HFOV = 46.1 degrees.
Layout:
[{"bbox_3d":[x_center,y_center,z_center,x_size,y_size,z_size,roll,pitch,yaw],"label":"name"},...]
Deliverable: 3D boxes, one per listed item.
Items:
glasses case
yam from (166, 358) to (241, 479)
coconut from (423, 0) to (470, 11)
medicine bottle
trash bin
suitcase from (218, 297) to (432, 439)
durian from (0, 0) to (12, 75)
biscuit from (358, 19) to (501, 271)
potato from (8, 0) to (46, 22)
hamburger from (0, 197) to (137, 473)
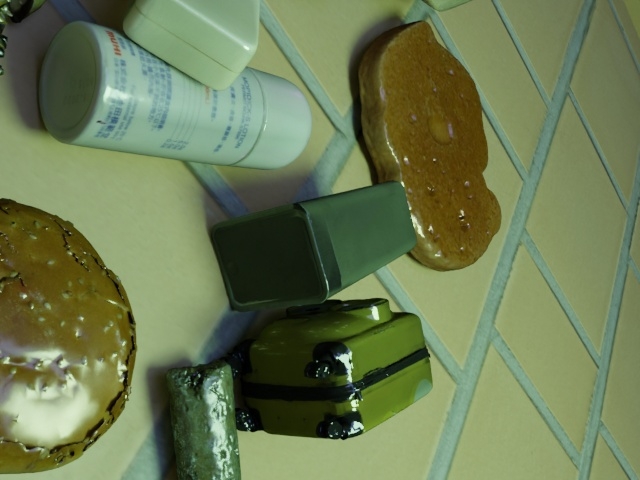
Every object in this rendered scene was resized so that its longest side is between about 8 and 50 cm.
[{"bbox_3d":[-0.140,-0.302,0.881,0.131,0.070,0.312,29,34,-26],"label":"glasses case"},{"bbox_3d":[-0.132,0.229,0.862,0.078,0.078,0.179,-1,85,-50],"label":"yam"},{"bbox_3d":[0.232,-0.529,1.313,0.266,0.237,0.237,43,36,20],"label":"coconut"},{"bbox_3d":[-0.147,-0.158,0.896,0.341,0.130,0.130,2,80,-48],"label":"medicine bottle"},{"bbox_3d":[0.000,0.000,1.011,0.241,0.164,0.122,-21,97,-53],"label":"trash bin"},{"bbox_3d":[0.013,0.155,0.954,0.235,0.194,0.143,-14,95,-49],"label":"suitcase"},{"bbox_3d":[-0.376,-0.180,0.568,0.258,0.258,0.292,18,77,-46],"label":"durian"},{"bbox_3d":[0.195,-0.170,1.345,0.350,0.078,0.455,-7,87,-53],"label":"biscuit"},{"bbox_3d":[-0.315,-0.371,0.770,0.100,0.120,0.261,-45,115,-52],"label":"potato"},{"bbox_3d":[-0.284,0.084,0.626,0.260,0.211,0.245,40,47,-31],"label":"hamburger"}]
